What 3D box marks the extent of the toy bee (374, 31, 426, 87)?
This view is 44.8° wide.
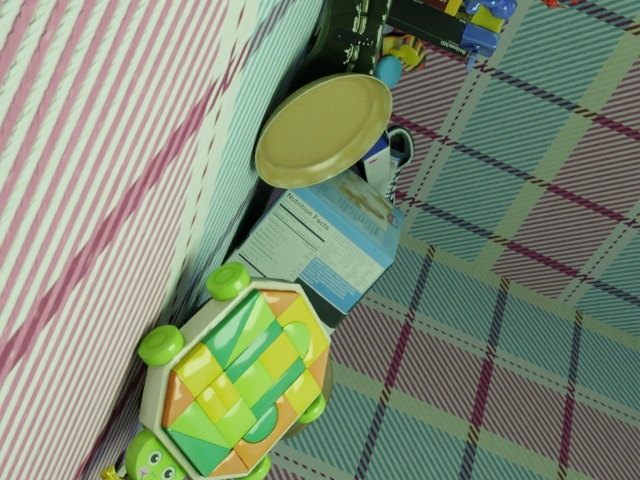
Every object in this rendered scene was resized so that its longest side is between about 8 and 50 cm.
[{"bbox_3d":[0.122,-0.410,1.684,0.298,0.195,0.162,-48,141,-49],"label":"toy bee"}]

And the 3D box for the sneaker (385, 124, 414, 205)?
[{"bbox_3d":[0.159,-0.155,1.931,0.153,0.099,0.282,-99,-155,-84],"label":"sneaker"}]

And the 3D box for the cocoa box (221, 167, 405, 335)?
[{"bbox_3d":[0.000,0.000,1.483,0.228,0.231,0.347,-50,-177,18],"label":"cocoa box"}]

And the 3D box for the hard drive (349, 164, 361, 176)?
[{"bbox_3d":[0.079,-0.154,1.894,0.319,0.040,0.210,109,5,-67],"label":"hard drive"}]

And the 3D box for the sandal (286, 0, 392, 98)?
[{"bbox_3d":[0.038,-0.306,1.228,0.086,0.120,0.303,-99,-150,-67],"label":"sandal"}]

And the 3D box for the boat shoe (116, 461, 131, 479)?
[{"bbox_3d":[-0.319,0.474,1.134,0.116,0.096,0.324,112,3,-59],"label":"boat shoe"}]

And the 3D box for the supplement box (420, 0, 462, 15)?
[{"bbox_3d":[0.183,-0.517,1.282,0.191,0.194,0.129,113,1,-53],"label":"supplement box"}]

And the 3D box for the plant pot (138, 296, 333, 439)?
[{"bbox_3d":[-0.148,0.224,1.184,0.229,0.263,0.263,-31,151,-52],"label":"plant pot"}]

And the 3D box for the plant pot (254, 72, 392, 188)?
[{"bbox_3d":[0.001,-0.171,1.192,0.236,0.032,0.236,-25,151,-14],"label":"plant pot"}]

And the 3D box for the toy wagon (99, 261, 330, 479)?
[{"bbox_3d":[-0.128,0.207,1.007,0.344,0.068,0.267,-45,125,-26],"label":"toy wagon"}]

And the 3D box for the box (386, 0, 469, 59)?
[{"bbox_3d":[0.234,-0.530,1.651,0.103,0.261,0.184,-64,178,-57],"label":"box"}]

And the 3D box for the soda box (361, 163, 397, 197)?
[{"bbox_3d":[0.113,-0.104,1.790,0.216,0.069,0.074,-63,176,-50],"label":"soda box"}]

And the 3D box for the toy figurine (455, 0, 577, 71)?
[{"bbox_3d":[0.326,-0.384,1.339,0.217,0.191,0.362,-61,179,7],"label":"toy figurine"}]

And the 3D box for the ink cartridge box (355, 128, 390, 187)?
[{"bbox_3d":[0.078,-0.221,1.531,0.069,0.176,0.371,-25,171,0],"label":"ink cartridge box"}]
